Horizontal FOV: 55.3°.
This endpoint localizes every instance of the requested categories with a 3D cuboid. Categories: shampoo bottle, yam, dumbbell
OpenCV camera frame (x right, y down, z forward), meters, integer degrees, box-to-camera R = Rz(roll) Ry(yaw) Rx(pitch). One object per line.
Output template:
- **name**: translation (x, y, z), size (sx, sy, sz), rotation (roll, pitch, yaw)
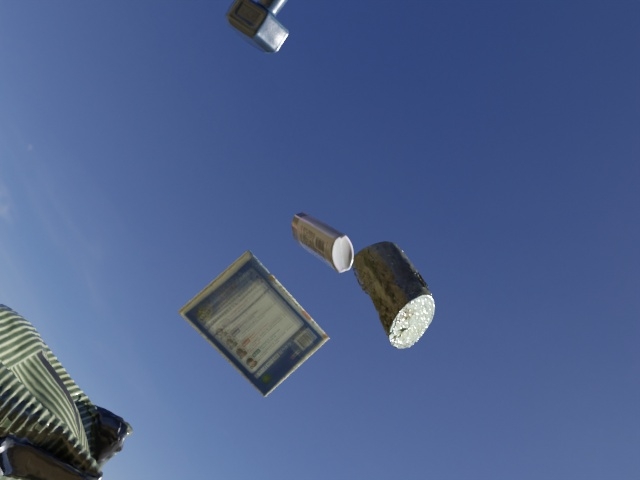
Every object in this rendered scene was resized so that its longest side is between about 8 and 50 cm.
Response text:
- **shampoo bottle**: translation (0.000, 0.000, 1.390), size (0.227, 0.055, 0.086), rotation (-149, -132, -61)
- **yam**: translation (0.175, 0.115, 1.459), size (0.154, 0.153, 0.255), rotation (99, -25, -46)
- **dumbbell**: translation (-0.082, -0.588, 1.387), size (0.143, 0.316, 0.156), rotation (33, 7, -20)

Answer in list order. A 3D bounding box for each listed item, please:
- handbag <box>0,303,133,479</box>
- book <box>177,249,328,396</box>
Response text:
- **handbag**: translation (-0.343, 0.232, 0.536), size (0.240, 0.341, 0.247), rotation (32, -15, 0)
- **book**: translation (-0.158, 0.208, 1.503), size (0.322, 0.228, 0.018), rotation (51, -5, -20)
